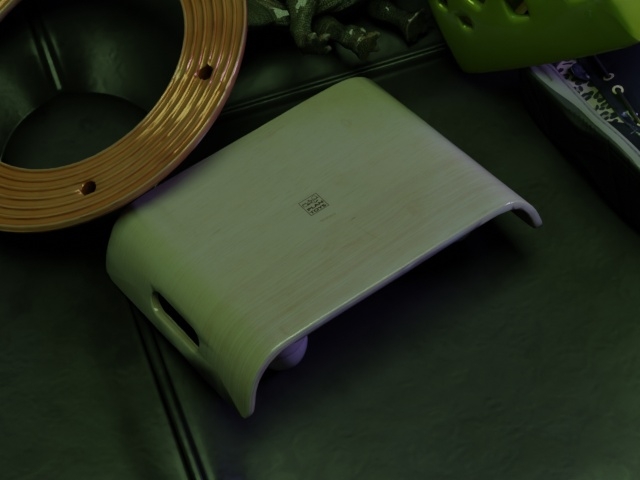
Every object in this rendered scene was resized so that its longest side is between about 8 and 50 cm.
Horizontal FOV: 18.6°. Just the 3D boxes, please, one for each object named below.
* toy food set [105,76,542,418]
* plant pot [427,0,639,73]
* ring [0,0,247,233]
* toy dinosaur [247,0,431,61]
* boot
[{"bbox_3d":[0.000,0.000,1.648,0.306,0.092,0.220,-31,49,-19],"label":"toy food set"},{"bbox_3d":[0.203,-0.301,1.701,0.227,0.207,0.228,-6,37,52],"label":"plant pot"},{"bbox_3d":[-0.213,-0.151,1.727,0.337,0.032,0.336,-12,57,19],"label":"ring"},{"bbox_3d":[-0.002,-0.234,1.797,0.313,0.121,0.160,-41,50,-15],"label":"toy dinosaur"},{"bbox_3d":[0.305,-0.112,1.693,0.179,0.085,0.236,-30,53,-15],"label":"boot"}]
